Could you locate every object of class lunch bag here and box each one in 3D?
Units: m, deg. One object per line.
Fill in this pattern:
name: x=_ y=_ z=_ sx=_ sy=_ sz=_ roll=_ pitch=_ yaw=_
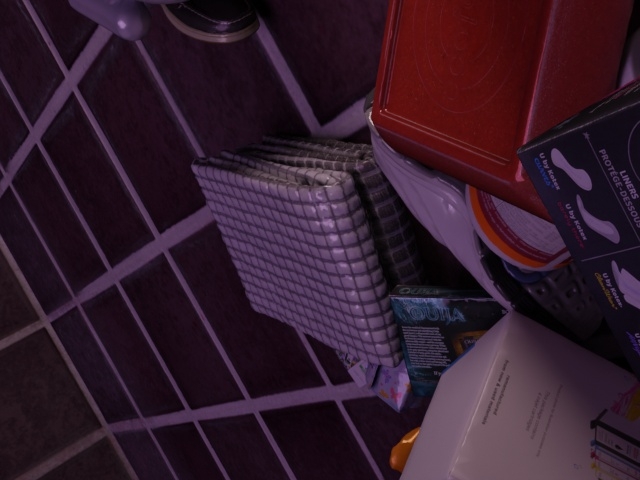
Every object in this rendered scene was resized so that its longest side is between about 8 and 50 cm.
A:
lunch bag: x=0.088 y=0.153 z=1.234 sx=0.083 sy=0.053 sz=0.071 roll=38 pitch=121 yaw=39

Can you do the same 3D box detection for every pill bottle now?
pill bottle: x=0.210 y=-0.067 z=0.784 sx=0.121 sy=0.121 sz=0.221 roll=56 pitch=150 yaw=7

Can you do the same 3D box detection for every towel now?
towel: x=0.000 y=0.000 z=1.186 sx=0.284 sy=0.121 sz=0.235 roll=16 pitch=133 yaw=53

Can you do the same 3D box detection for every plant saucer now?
plant saucer: x=0.120 y=-0.164 z=0.768 sx=0.259 sy=0.048 sz=0.258 roll=35 pitch=121 yaw=58

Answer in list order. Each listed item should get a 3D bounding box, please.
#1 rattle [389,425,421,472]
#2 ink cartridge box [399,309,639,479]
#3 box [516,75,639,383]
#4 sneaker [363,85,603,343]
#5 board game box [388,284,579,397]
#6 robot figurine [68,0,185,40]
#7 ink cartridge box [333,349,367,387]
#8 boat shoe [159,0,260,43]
rattle: x=0.193 y=0.230 z=1.075 sx=0.200 sy=0.143 sz=0.130 roll=39 pitch=127 yaw=44
ink cartridge box: x=0.210 y=0.208 z=0.903 sx=0.233 sy=0.168 sz=0.171 roll=28 pitch=149 yaw=-2
box: x=0.268 y=-0.048 z=0.579 sx=0.163 sy=0.247 sz=0.142 roll=61 pitch=152 yaw=-3
sneaker: x=0.153 y=-0.025 z=0.963 sx=0.297 sy=0.111 sz=0.129 roll=54 pitch=168 yaw=17
board game box: x=0.167 y=0.105 z=1.038 sx=0.186 sy=0.026 sz=0.126 roll=0 pitch=116 yaw=32
robot figurine: x=-0.203 y=-0.368 z=1.080 sx=0.353 sy=0.200 sz=0.299 roll=34 pitch=123 yaw=39
ink cartridge box: x=0.062 y=0.140 z=1.303 sx=0.062 sy=0.029 sz=0.115 roll=55 pitch=151 yaw=8
boat shoe: x=-0.152 y=-0.298 z=1.190 sx=0.223 sy=0.080 sz=0.073 roll=42 pitch=152 yaw=38
